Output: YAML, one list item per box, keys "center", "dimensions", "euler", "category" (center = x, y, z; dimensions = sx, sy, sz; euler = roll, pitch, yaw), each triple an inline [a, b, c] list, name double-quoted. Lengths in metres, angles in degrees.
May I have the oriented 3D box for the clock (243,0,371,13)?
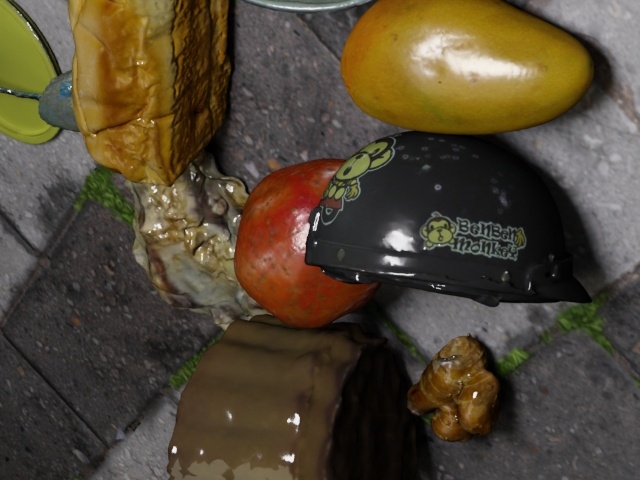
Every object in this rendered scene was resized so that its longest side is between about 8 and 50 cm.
- center: [-0.024, -0.322, 1.499]
  dimensions: [0.280, 0.055, 0.281]
  euler: [8, 138, 7]
  category: "clock"

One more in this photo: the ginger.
- center: [0.156, 0.172, 1.856]
  dimensions: [0.103, 0.073, 0.162]
  euler: [56, 152, 13]
  category: "ginger"

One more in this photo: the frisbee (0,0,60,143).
- center: [-0.404, -0.225, 2.114]
  dimensions: [0.236, 0.017, 0.236]
  euler: [27, 140, 26]
  category: "frisbee"

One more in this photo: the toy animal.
- center: [-0.328, -0.177, 2.023]
  dimensions: [0.252, 0.070, 0.079]
  euler: [12, 121, 32]
  category: "toy animal"

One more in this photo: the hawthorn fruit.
- center: [0.000, 0.000, 1.780]
  dimensions: [0.189, 0.189, 0.189]
  euler: [27, 139, 26]
  category: "hawthorn fruit"

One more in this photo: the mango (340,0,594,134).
- center: [0.130, -0.165, 1.532]
  dimensions: [0.253, 0.113, 0.139]
  euler: [7, 102, 33]
  category: "mango"

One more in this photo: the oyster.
- center: [-0.147, 0.009, 1.992]
  dimensions: [0.201, 0.107, 0.355]
  euler: [-21, 106, 49]
  category: "oyster"

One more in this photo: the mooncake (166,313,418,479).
- center: [-0.019, 0.243, 1.878]
  dimensions: [0.187, 0.324, 0.324]
  euler: [3, 127, 24]
  category: "mooncake"

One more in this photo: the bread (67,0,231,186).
- center: [-0.180, -0.205, 1.772]
  dimensions: [0.132, 0.167, 0.294]
  euler: [28, 140, 26]
  category: "bread"

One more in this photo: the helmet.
- center: [0.126, -0.023, 1.606]
  dimensions: [0.230, 0.278, 0.161]
  euler: [-173, 88, -78]
  category: "helmet"
